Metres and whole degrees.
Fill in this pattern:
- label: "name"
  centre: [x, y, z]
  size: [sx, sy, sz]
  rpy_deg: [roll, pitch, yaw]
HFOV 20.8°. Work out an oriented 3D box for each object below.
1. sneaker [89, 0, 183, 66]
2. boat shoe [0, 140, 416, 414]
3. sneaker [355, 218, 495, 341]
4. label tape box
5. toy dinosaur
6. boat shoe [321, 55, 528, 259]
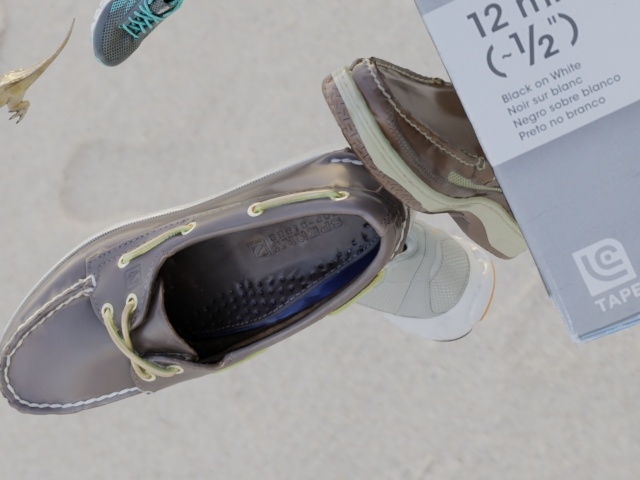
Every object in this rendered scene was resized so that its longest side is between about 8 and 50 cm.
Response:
- label: "sneaker"
  centre: [-0.190, -0.258, 1.901]
  size: [0.166, 0.065, 0.076]
  rpy_deg: [-55, 31, 4]
- label: "boat shoe"
  centre: [-0.087, 0.038, 1.155]
  size: [0.324, 0.117, 0.097]
  rpy_deg: [-25, 15, 15]
- label: "sneaker"
  centre: [0.000, 0.000, 1.311]
  size: [0.262, 0.121, 0.099]
  rpy_deg: [6, 69, 39]
- label: "label tape box"
  centre: [0.097, -0.145, 0.869]
  size: [0.115, 0.348, 0.249]
  rpy_deg: [-26, 6, 9]
- label: "toy dinosaur"
  centre: [-0.317, -0.155, 1.780]
  size: [0.183, 0.092, 0.053]
  rpy_deg: [-31, 88, -7]
- label: "boat shoe"
  centre: [0.093, -0.068, 1.074]
  size: [0.095, 0.257, 0.095]
  rpy_deg: [-35, 65, 16]
